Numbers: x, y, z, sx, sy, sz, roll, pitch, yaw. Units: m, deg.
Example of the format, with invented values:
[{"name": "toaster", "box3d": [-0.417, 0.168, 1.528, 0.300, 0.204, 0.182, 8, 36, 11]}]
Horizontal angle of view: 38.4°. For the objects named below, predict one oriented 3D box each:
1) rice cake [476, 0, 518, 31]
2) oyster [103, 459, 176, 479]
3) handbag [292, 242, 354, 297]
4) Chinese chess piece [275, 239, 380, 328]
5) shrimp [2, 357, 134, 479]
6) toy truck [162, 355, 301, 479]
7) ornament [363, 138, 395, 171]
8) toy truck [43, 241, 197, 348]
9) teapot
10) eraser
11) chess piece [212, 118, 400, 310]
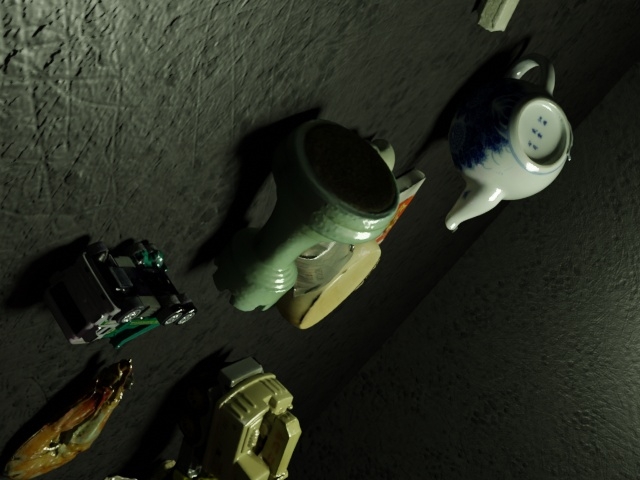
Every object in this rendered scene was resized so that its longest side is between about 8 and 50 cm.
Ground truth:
[{"name": "rice cake", "box3d": [0.305, -0.429, 1.449, 0.052, 0.057, 0.256, -41, 165, -26]}, {"name": "oyster", "box3d": [-0.414, 0.587, 2.083, 0.237, 0.115, 0.351, -61, 166, 21]}, {"name": "handbag", "box3d": [0.000, 0.000, 1.649, 0.182, 0.117, 0.270, -52, 166, -13]}, {"name": "Chinese chess piece", "box3d": [0.012, 0.070, 1.898, 0.251, 0.097, 0.251, -42, 166, -13]}, {"name": "shrimp", "box3d": [-0.382, 0.277, 1.414, 0.294, 0.062, 0.154, -49, 160, 16]}, {"name": "toy truck", "box3d": [-0.182, 0.444, 1.920, 0.181, 0.254, 0.405, -16, 134, -46]}, {"name": "ornament", "box3d": [0.075, -0.137, 1.567, 0.156, 0.081, 0.074, -19, 116, -67]}, {"name": "toy truck", "box3d": [-0.252, 0.077, 1.147, 0.116, 0.110, 0.216, -38, 168, 12]}, {"name": "teapot", "box3d": [0.374, -0.211, 1.932, 0.280, 0.252, 0.423, -2, -119, 62]}, {"name": "eraser", "box3d": [0.130, -0.048, 2.028, 0.157, 0.038, 0.230, -31, 159, -46]}, {"name": "chess piece", "box3d": [-0.041, -0.019, 1.369, 0.195, 0.194, 0.299, -28, 167, -51]}]
